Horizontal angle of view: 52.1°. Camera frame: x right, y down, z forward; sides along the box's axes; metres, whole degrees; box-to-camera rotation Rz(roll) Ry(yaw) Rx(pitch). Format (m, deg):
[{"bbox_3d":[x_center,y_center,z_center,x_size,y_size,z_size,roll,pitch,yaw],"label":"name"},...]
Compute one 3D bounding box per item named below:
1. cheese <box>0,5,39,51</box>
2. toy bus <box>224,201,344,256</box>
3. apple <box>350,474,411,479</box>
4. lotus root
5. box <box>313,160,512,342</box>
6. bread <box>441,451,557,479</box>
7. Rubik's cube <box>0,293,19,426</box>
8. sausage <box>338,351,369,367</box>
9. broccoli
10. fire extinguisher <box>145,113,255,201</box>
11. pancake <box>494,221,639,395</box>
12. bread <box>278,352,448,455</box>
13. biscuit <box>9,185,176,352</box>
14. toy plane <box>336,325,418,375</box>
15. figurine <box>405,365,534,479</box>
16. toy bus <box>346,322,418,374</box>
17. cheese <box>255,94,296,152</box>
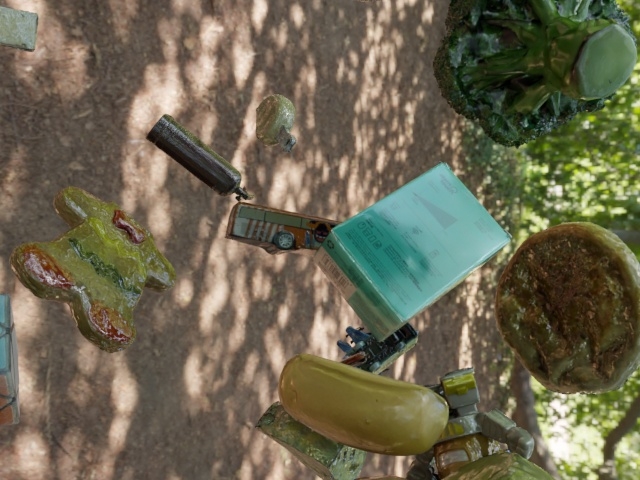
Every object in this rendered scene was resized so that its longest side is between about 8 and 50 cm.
[{"bbox_3d":[-0.683,-0.409,1.192,0.400,0.034,0.085,-16,129,-63],"label":"cheese"},{"bbox_3d":[0.000,0.000,1.429,0.093,0.409,0.092,161,-62,-70],"label":"toy bus"},{"bbox_3d":[0.109,0.611,1.187,0.305,0.339,0.338,-17,107,-35],"label":"apple"},{"bbox_3d":[-0.024,0.496,1.673,0.149,0.260,0.267,-52,150,-22],"label":"lotus root"},{"bbox_3d":[0.168,0.016,1.197,0.311,0.118,0.205,-33,79,-31],"label":"box"},{"bbox_3d":[0.231,0.445,0.872,0.237,0.321,0.321,57,24,8],"label":"bread"},{"bbox_3d":[-0.731,0.253,1.334,0.207,0.205,0.204,106,-30,-43],"label":"Rubik's cube"},{"bbox_3d":[0.039,0.279,1.441,0.025,0.198,0.028,47,42,-12],"label":"sausage"},{"bbox_3d":[0.318,-0.264,0.897,0.297,0.298,0.297,-129,-157,-62],"label":"broccoli"},{"bbox_3d":[-0.252,-0.169,1.441,0.268,0.072,0.089,38,11,-14],"label":"fire extinguisher"},{"bbox_3d":[0.536,0.148,1.425,0.082,0.387,0.386,4,85,-36],"label":"pancake"},{"bbox_3d":[0.050,0.214,0.836,0.147,0.218,0.098,39,66,-62],"label":"bread"},{"bbox_3d":[-0.527,0.043,1.565,0.368,0.076,0.394,45,27,-13],"label":"biscuit"},{"bbox_3d":[0.162,0.283,1.769,0.169,0.247,0.078,59,25,-3],"label":"toy plane"},{"bbox_3d":[0.275,0.396,1.239,0.143,0.308,0.308,-10,101,-25],"label":"figurine"},{"bbox_3d":[0.150,0.252,1.547,0.079,0.160,0.091,51,-4,24],"label":"toy bus"},{"bbox_3d":[-0.087,-0.217,1.272,0.048,0.092,0.171,24,41,-34],"label":"cheese"}]
